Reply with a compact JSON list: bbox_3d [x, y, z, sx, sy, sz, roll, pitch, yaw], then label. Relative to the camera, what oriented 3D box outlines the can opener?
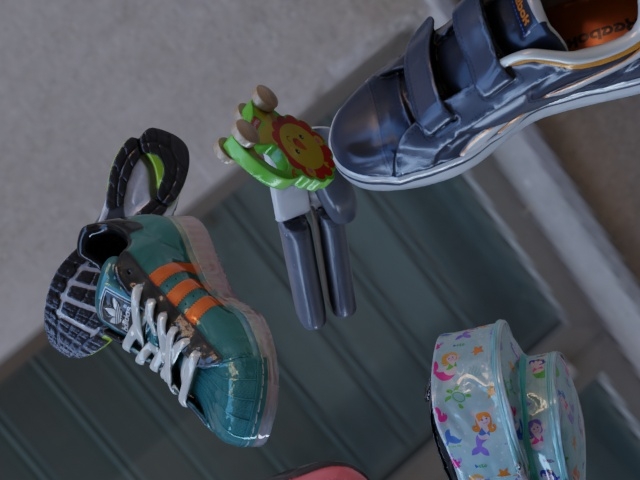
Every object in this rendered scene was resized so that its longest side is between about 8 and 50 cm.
[{"bbox_3d":[0.000,0.000,1.547,0.283,0.076,0.095,80,164,-44],"label":"can opener"}]

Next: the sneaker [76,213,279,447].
[{"bbox_3d":[-0.133,0.077,1.292,0.302,0.121,0.108,54,135,50],"label":"sneaker"}]

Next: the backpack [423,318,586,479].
[{"bbox_3d":[0.234,0.232,1.877,0.253,0.191,0.225,62,-158,-26],"label":"backpack"}]

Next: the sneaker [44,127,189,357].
[{"bbox_3d":[-0.243,0.011,1.827,0.111,0.300,0.121,27,174,3],"label":"sneaker"}]

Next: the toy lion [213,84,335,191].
[{"bbox_3d":[-0.030,-0.072,1.179,0.096,0.034,0.100,40,-148,-11],"label":"toy lion"}]

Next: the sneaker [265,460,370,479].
[{"bbox_3d":[-0.037,0.257,0.860,0.136,0.314,0.116,-7,122,49],"label":"sneaker"}]

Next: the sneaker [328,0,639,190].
[{"bbox_3d":[0.138,-0.148,1.199,0.127,0.321,0.126,43,-152,-58],"label":"sneaker"}]
